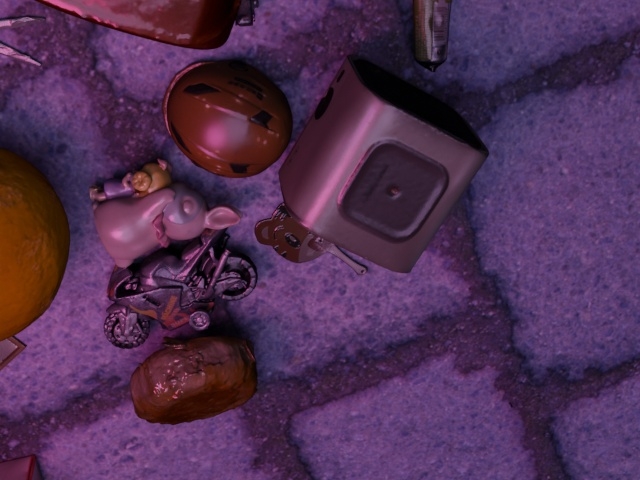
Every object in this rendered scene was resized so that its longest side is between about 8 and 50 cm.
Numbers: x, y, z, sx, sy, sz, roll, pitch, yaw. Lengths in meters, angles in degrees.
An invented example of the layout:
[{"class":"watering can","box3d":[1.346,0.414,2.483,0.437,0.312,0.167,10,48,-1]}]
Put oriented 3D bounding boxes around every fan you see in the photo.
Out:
[{"class":"fan","box3d":[0.000,0.000,1.905,0.227,0.008,0.152,38,105,-22]}]

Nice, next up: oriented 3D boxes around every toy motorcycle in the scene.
[{"class":"toy motorcycle","box3d":[-0.268,0.078,1.854,0.307,0.108,0.173,-26,112,3]}]

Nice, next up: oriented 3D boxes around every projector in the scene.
[{"class":"projector","box3d":[0.098,-0.129,1.719,0.248,0.248,0.249,25,110,-19]}]

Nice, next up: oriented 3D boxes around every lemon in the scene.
[{"class":"lemon","box3d":[-0.566,0.012,1.656,0.348,0.348,0.348,-3,117,-6]}]

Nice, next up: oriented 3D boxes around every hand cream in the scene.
[{"class":"hand cream","box3d":[0.187,-0.399,1.715,0.086,0.055,0.235,-4,109,-9]}]

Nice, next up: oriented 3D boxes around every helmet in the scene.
[{"class":"helmet","box3d":[-0.153,-0.193,1.721,0.224,0.130,0.198,21,108,-16]}]

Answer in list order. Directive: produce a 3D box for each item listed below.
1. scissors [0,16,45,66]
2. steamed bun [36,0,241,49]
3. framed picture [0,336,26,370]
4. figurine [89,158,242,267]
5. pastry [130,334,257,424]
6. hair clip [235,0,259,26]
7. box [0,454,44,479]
[{"class":"scissors","box3d":[-0.571,-0.335,1.654,0.248,0.017,0.144,6,116,-12]},{"class":"steamed bun","box3d":[-0.292,-0.437,1.512,0.379,0.248,0.235,15,117,-15]},{"class":"framed picture","box3d":[-0.667,0.220,1.921,0.201,0.010,0.136,-41,115,13]},{"class":"figurine","box3d":[-0.264,-0.059,1.776,0.235,0.127,0.155,-17,86,2]},{"class":"pastry","box3d":[-0.233,0.253,1.899,0.236,0.121,0.257,-12,156,-13]},{"class":"hair clip","box3d":[-0.139,-0.436,1.650,0.146,0.056,0.187,-13,109,0]},{"class":"box","box3d":[-0.660,0.640,1.967,0.312,0.300,0.314,-12,117,-2]}]
